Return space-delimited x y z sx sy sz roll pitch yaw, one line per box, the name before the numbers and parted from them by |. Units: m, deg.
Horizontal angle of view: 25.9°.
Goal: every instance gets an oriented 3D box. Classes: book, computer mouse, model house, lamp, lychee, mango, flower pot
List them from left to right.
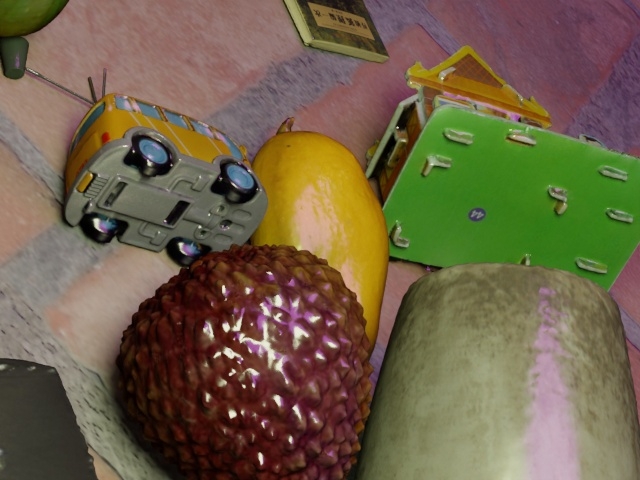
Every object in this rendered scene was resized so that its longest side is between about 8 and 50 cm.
computer mouse | -0.270 0.210 1.139 0.168 0.087 0.295 1 35 -22
lamp | -0.295 -0.182 1.528 0.121 0.041 0.054 14 55 -32
lychee | -0.058 0.136 1.301 0.271 0.271 0.271 26 41 -25
book | 0.000 -0.356 1.982 0.160 0.024 0.228 5 52 -44
mango | 0.000 0.000 1.583 0.176 0.119 0.317 13 56 -40
flower pot | 0.174 0.206 1.321 0.293 0.293 0.330 21 65 -30
model house | 0.247 -0.124 1.793 0.357 0.242 0.313 13 40 -14

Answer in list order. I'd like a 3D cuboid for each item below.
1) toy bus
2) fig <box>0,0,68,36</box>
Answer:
toy bus | -0.167 -0.070 1.474 0.209 0.126 0.136 17 37 -33
fig | -0.338 -0.308 1.479 0.181 0.191 0.181 45 32 -39
